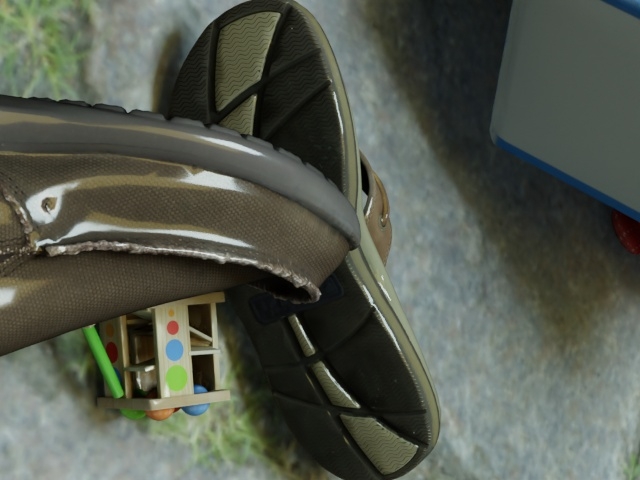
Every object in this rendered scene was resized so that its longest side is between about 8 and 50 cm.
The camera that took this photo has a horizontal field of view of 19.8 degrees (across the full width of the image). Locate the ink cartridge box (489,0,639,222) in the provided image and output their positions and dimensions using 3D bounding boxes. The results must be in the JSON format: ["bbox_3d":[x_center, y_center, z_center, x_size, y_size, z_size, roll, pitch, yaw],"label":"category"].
[{"bbox_3d":[0.329,-0.161,1.093,0.395,0.285,0.166,-47,156,-33],"label":"ink cartridge box"}]

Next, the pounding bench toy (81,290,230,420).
[{"bbox_3d":[-0.096,0.062,0.955,0.083,0.052,0.065,-4,90,-40],"label":"pounding bench toy"}]

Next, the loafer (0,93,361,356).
[{"bbox_3d":[-0.154,-0.003,0.863,0.366,0.134,0.130,9,86,-26],"label":"loafer"}]

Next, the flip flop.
[{"bbox_3d":[0.000,0.000,1.016,0.277,0.112,0.080,68,26,-12],"label":"flip flop"}]

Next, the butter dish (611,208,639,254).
[{"bbox_3d":[0.250,-0.029,1.218,0.160,0.118,0.160,51,19,-35],"label":"butter dish"}]
